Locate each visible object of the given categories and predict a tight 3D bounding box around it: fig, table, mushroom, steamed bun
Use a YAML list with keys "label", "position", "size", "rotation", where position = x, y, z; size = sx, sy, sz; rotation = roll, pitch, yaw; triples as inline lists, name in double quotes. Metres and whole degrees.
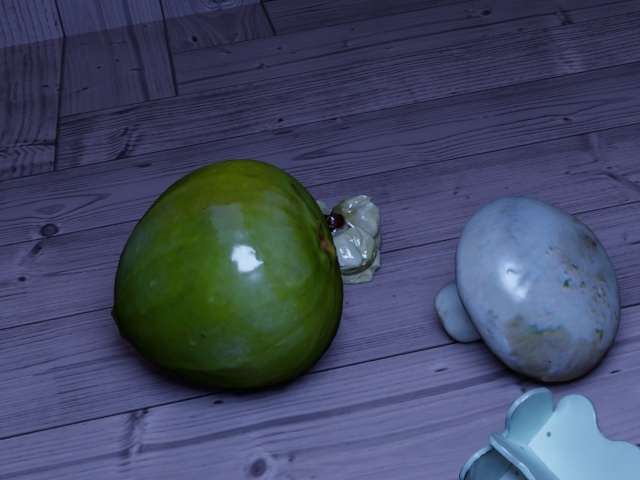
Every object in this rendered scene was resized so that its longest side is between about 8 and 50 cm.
- label: "fig"
  position: [-0.129, 0.057, 1.341]
  size: [0.316, 0.316, 0.316]
  rotation: [-6, 32, 4]
- label: "table"
  position: [0.263, 0.267, 1.036]
  size: [0.166, 0.166, 0.198]
  rotation: [-21, 42, -20]
- label: "mushroom"
  position: [0.248, 0.072, 1.324]
  size: [0.243, 0.243, 0.243]
  rotation: [-6, 32, 4]
- label: "steamed bun"
  position: [0.000, 0.000, 1.554]
  size: [0.177, 0.106, 0.192]
  rotation: [-4, 33, 9]
